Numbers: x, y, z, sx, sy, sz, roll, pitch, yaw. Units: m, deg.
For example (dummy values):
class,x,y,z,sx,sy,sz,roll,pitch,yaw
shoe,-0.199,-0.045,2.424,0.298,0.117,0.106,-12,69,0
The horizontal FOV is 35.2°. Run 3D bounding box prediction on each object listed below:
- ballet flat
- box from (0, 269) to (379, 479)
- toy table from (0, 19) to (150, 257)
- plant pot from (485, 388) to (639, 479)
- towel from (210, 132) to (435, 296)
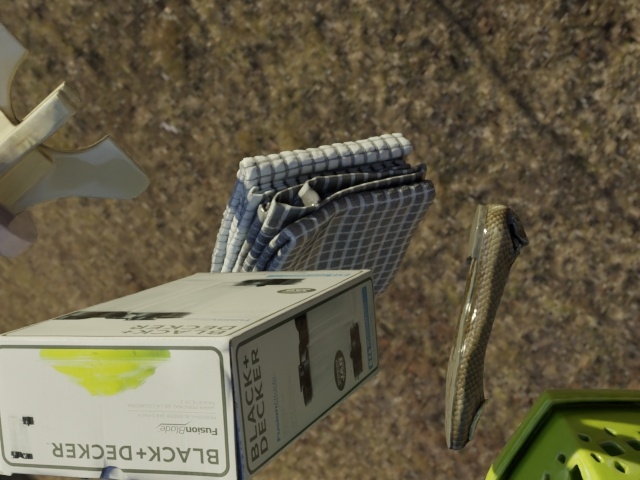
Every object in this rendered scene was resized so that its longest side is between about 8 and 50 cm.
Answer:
class,x,y,z,sx,sy,sz,roll,pitch,yaw
ballet flat,0.165,0.087,1.008,0.058,0.250,0.084,10,176,1
box,-0.075,0.083,0.714,0.169,0.290,0.087,-1,96,20
toy table,-0.323,-0.102,1.063,0.252,0.161,0.274,49,177,-29
plant pot,0.353,0.313,1.271,0.207,0.228,0.227,-114,37,-45
towel,0.000,0.000,1.286,0.121,0.235,0.284,66,152,26
